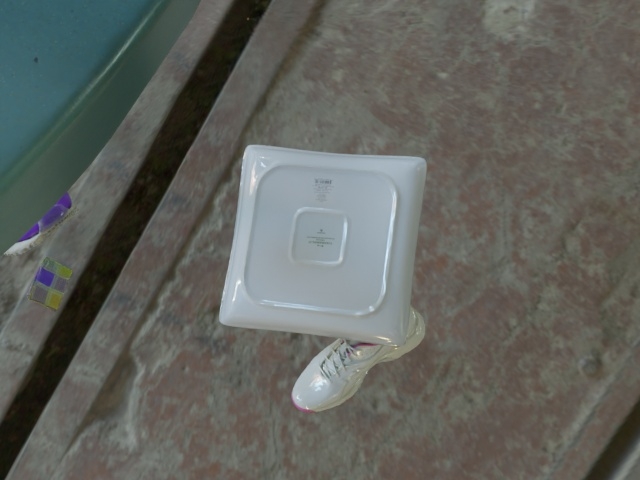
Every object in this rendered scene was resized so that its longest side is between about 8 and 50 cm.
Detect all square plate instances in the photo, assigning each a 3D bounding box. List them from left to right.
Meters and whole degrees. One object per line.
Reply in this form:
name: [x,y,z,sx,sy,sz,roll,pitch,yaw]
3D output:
square plate: [0.000,0.000,1.653,0.347,0.049,0.344,6,81,13]

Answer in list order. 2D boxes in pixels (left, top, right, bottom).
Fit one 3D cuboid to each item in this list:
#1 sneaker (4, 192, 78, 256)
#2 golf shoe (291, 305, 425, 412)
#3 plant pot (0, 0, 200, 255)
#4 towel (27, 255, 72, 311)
sneaker: [-0.420,-0.079,1.166,0.102,0.293,0.146,-43,125,-22]
golf shoe: [0.059,0.215,1.796,0.306,0.115,0.140,-39,148,-2]
plant pot: [-0.163,-0.111,0.456,0.165,0.166,0.234,28,63,-12]
towel: [-0.464,0.076,1.582,0.060,0.009,0.083,35,59,-33]
